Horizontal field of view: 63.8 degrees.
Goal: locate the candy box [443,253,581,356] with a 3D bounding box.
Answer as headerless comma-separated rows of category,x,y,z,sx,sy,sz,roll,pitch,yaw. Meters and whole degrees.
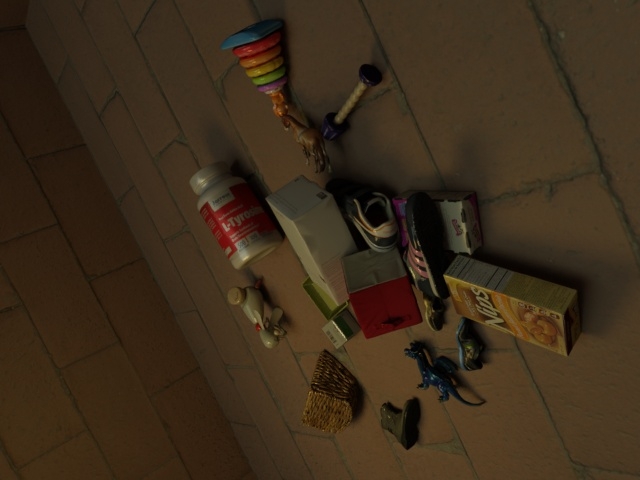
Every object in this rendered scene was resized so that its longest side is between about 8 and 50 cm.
candy box,0.491,0.162,1.329,0.317,0.087,0.182,19,148,42

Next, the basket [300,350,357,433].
basket,0.054,0.657,2.213,0.214,0.223,0.299,15,132,3

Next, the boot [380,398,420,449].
boot,0.289,0.671,1.959,0.161,0.084,0.246,31,133,43

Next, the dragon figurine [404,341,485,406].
dragon figurine,0.391,0.440,1.676,0.289,0.085,0.143,26,131,40

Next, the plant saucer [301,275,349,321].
plant saucer,0.026,0.197,1.985,0.188,0.045,0.188,53,143,11

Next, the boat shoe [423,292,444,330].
boat shoe,0.356,0.215,1.595,0.049,0.056,0.152,4,116,55

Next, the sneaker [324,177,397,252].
sneaker,0.127,-0.113,1.568,0.321,0.126,0.127,48,154,31

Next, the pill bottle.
pill bottle,-0.348,-0.106,2.077,0.407,0.229,0.229,57,143,6

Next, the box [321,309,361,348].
box,0.081,0.341,1.977,0.101,0.087,0.102,53,142,11

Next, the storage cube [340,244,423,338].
storage cube,0.184,0.147,1.558,0.214,0.184,0.193,-97,-13,-57

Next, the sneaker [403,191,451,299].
sneaker,0.266,0.016,1.405,0.131,0.112,0.318,10,124,51

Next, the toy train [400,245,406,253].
toy train,0.308,0.074,1.588,0.158,0.027,0.036,49,131,16

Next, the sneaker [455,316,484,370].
sneaker,0.452,0.308,1.548,0.078,0.067,0.188,-4,109,28

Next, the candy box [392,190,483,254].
candy box,0.326,-0.055,1.441,0.234,0.071,0.159,9,121,48

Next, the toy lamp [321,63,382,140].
toy lamp,0.080,-0.395,1.510,0.080,0.080,0.274,54,140,10

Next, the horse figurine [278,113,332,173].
horse figurine,-0.037,-0.308,1.653,0.263,0.066,0.174,47,159,54

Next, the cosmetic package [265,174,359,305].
cosmetic package,0.000,0.000,1.665,0.217,0.156,0.384,38,162,55

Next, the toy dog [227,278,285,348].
toy dog,-0.260,0.305,2.305,0.334,0.220,0.161,44,109,10

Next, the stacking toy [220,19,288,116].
stacking toy,-0.170,-0.541,1.670,0.175,0.165,0.301,0,125,37
